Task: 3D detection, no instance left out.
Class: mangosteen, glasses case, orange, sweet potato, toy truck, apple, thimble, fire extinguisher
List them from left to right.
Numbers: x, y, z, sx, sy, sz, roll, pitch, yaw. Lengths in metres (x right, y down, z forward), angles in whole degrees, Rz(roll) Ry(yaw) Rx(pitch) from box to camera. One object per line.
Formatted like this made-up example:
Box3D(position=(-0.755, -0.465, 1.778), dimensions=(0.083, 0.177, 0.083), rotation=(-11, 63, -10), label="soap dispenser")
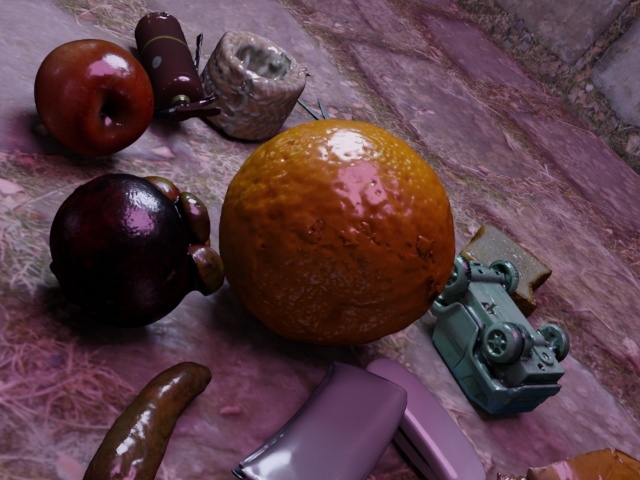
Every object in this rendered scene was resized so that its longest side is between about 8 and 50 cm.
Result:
Box3D(position=(-0.355, -0.223, 1.298), dimensions=(0.181, 0.180, 0.168), rotation=(-2, 23, -45), label="apple")
Box3D(position=(-0.235, 0.008, 1.042), dimensions=(0.210, 0.210, 0.210), rotation=(25, 31, -16), label="mangosteen")
Box3D(position=(-0.192, 0.211, 0.932), dimensions=(0.075, 0.075, 0.273), rotation=(32, 27, -4), label="sweet potato")
Box3D(position=(-0.266, -0.315, 1.557), dimensions=(0.142, 0.105, 0.341), rotation=(-22, 44, -3), label="fire extinguisher")
Box3D(position=(-0.141, -0.311, 1.654), dimensions=(0.196, 0.148, 0.229), rotation=(38, 28, 9), label="thimble")
Box3D(position=(0.003, 0.261, 1.037), dimensions=(0.128, 0.083, 0.308), rotation=(34, 30, 12), label="glasses case")
Box3D(position=(0.022, -0.016, 1.197), dimensions=(0.341, 0.340, 0.293), rotation=(20, 45, -23), label="orange")
Box3D(position=(0.143, 0.264, 1.187), dimensions=(0.092, 0.059, 0.233), rotation=(-7, 48, -51), label="glasses case")
Box3D(position=(0.281, 0.149, 1.390), dimensions=(0.155, 0.156, 0.278), rotation=(6, 39, -39), label="toy truck")

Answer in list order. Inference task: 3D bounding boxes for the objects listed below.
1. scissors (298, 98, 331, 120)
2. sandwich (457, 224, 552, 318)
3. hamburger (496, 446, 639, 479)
Box3D(position=(0.027, -0.248, 1.856), dimensions=(0.144, 0.017, 0.247), rotation=(2, 41, -43), label="scissors")
Box3D(position=(0.368, 0.063, 1.690), dimensions=(0.186, 0.065, 0.215), rotation=(40, 30, 10), label="sandwich")
Box3D(position=(0.390, 0.388, 1.166), dimensions=(0.282, 0.155, 0.245), rotation=(-12, 60, -45), label="hamburger")
